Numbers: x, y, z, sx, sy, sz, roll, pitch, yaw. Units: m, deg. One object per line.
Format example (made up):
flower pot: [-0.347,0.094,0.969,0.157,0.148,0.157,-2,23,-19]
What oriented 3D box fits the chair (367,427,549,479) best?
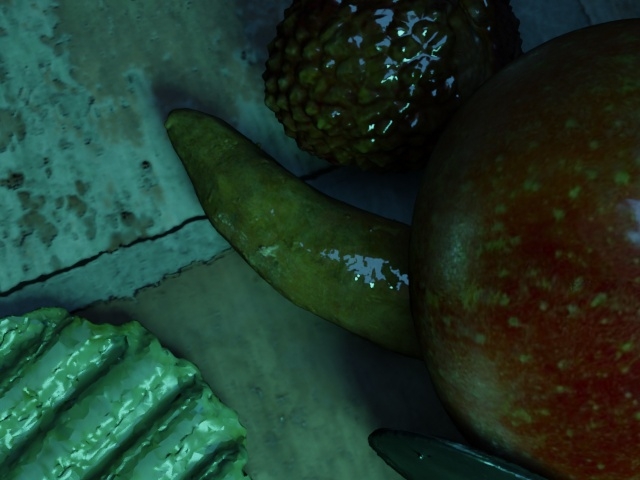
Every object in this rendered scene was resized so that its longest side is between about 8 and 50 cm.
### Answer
chair: [0.046,0.343,1.086,0.227,0.226,0.401,27,74,3]

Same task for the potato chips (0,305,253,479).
potato chips: [-0.210,0.249,1.158,0.358,0.070,0.429,39,70,20]

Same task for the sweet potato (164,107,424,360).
sweet potato: [-0.002,0.000,1.249,0.292,0.097,0.097,32,74,6]

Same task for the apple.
apple: [0.232,0.018,1.135,0.277,0.348,0.348,-5,69,38]

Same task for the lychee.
lychee: [0.049,-0.132,1.255,0.188,0.188,0.188,1,74,-4]
